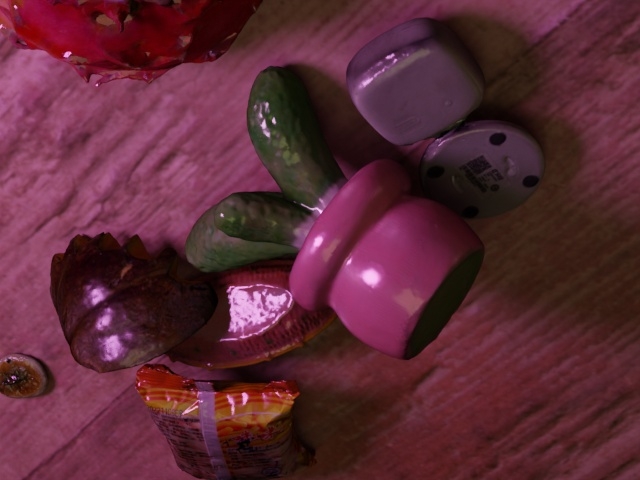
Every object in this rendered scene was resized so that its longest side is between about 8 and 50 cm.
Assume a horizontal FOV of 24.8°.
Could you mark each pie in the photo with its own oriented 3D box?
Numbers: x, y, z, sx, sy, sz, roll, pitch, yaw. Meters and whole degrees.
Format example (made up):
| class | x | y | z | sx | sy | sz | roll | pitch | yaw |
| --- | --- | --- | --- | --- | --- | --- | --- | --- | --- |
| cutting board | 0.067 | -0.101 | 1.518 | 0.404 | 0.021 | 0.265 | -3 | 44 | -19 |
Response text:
| class | x | y | z | sx | sy | sz | roll | pitch | yaw |
| --- | --- | --- | --- | --- | --- | --- | --- | --- | --- |
| pie | -0.431 | 0.196 | 2.076 | 0.084 | 0.021 | 0.084 | 2 | 124 | 2 |

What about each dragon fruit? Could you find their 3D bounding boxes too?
| class | x | y | z | sx | sy | sz | roll | pitch | yaw |
| --- | --- | --- | --- | --- | --- | --- | --- | --- | --- |
| dragon fruit | -0.223 | -0.329 | 1.580 | 0.386 | 0.249 | 0.370 | 6 | 120 | -2 |

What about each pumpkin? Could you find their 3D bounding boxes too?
| class | x | y | z | sx | sy | sz | roll | pitch | yaw |
| --- | --- | --- | --- | --- | --- | --- | --- | --- | --- |
| pumpkin | -0.281 | 0.078 | 1.881 | 0.254 | 0.149 | 0.130 | -4 | 121 | 27 |

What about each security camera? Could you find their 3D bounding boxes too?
| class | x | y | z | sx | sy | sz | roll | pitch | yaw |
| --- | --- | --- | --- | --- | --- | --- | --- | --- | --- |
| security camera | 0.157 | -0.142 | 1.770 | 0.157 | 0.080 | 0.301 | -29 | 128 | 21 |

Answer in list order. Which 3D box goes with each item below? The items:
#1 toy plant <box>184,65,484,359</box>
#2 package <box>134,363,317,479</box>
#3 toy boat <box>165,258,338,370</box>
| class | x | y | z | sx | sy | sz | roll | pitch | yaw |
| --- | --- | --- | --- | --- | --- | --- | --- | --- | --- |
| toy plant | 0.006 | 0.001 | 1.778 | 0.356 | 0.210 | 0.317 | 31 | 125 | 11 |
| package | -0.120 | 0.266 | 2.021 | 0.223 | 0.108 | 0.288 | -2 | 150 | 9 |
| toy boat | -0.102 | 0.098 | 1.943 | 0.318 | 0.099 | 0.141 | -13 | 81 | 13 |
